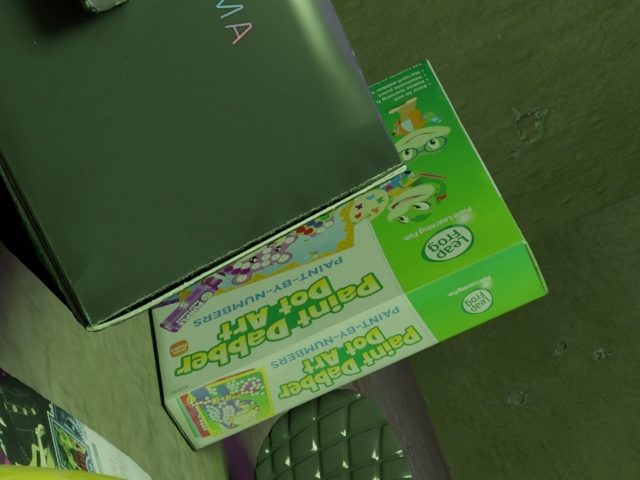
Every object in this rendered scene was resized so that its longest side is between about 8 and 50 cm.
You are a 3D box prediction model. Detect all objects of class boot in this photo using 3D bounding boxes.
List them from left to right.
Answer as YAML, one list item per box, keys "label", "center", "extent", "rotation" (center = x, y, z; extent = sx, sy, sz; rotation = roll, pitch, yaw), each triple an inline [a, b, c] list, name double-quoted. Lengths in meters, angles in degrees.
- label: "boot"
  center: [0.042, 0.283, 0.989]
  extent: [0.222, 0.118, 0.338]
  rotation: [59, 19, -74]

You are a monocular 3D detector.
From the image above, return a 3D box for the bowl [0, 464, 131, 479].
- label: "bowl"
  center: [-0.013, 0.154, 0.277]
  extent: [0.289, 0.156, 0.289]
  rotation: [51, 15, -20]

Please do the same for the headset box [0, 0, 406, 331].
- label: "headset box"
  center: [-0.107, -0.113, 0.560]
  extent: [0.246, 0.131, 0.283]
  rotation: [66, -14, -14]

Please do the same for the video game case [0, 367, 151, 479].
- label: "video game case"
  center: [-0.084, 0.163, 0.492]
  extent: [0.210, 0.042, 0.232]
  rotation: [57, 11, -61]

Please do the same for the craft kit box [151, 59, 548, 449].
- label: "craft kit box"
  center: [0.000, 0.000, 0.974]
  extent: [0.246, 0.250, 0.061]
  rotation: [-110, 173, -51]
